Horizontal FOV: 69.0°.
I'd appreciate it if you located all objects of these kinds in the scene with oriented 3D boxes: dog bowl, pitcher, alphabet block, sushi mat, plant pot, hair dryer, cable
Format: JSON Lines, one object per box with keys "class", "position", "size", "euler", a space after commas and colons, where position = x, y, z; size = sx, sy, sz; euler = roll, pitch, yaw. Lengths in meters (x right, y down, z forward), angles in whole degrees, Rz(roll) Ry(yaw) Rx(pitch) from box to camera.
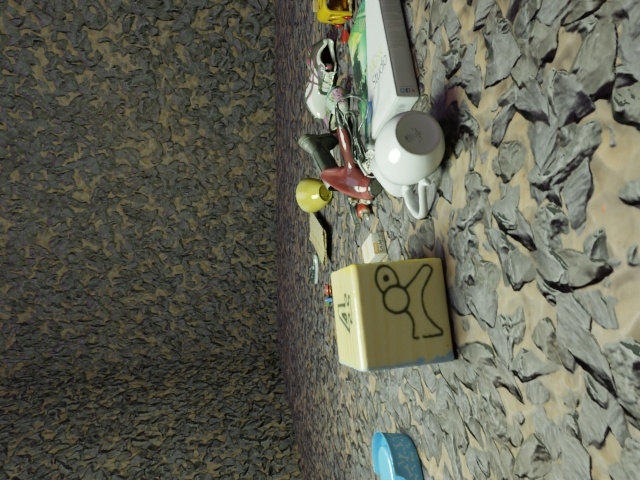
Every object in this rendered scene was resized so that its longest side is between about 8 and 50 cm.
{"class": "dog bowl", "position": [0.193, 0.601, 1.087], "size": [0.166, 0.073, 0.298], "euler": [111, 153, -63]}
{"class": "pitcher", "position": [0.175, -0.140, 0.894], "size": [0.178, 0.125, 0.207], "euler": [60, 171, 10]}
{"class": "alphabet block", "position": [0.136, 0.147, 0.944], "size": [0.193, 0.192, 0.198], "euler": [143, 123, -74]}
{"class": "sushi mat", "position": [-0.013, -0.018, 1.908], "size": [0.316, 0.019, 0.152], "euler": [-120, 27, -69]}
{"class": "plant pot", "position": [-0.010, -0.174, 1.746], "size": [0.095, 0.134, 0.135], "euler": [-2, 91, 50]}
{"class": "hair dryer", "position": [0.085, -0.208, 1.150], "size": [0.224, 0.080, 0.293], "euler": [59, 148, 7]}
{"class": "cable", "position": [0.110, -0.149, 1.370], "size": [0.287, 0.072, 0.140], "euler": [-90, -9, -60]}

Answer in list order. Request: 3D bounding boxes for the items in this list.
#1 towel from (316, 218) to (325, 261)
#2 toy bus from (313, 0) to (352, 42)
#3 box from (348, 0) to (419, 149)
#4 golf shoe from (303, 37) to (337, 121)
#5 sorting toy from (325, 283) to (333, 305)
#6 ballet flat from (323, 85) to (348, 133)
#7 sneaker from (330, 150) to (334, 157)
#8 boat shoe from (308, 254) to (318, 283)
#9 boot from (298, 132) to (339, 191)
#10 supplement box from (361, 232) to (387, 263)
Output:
{"class": "towel", "position": [0.000, 0.000, 1.966], "size": [0.113, 0.023, 0.152], "euler": [-108, 16, -56]}
{"class": "toy bus", "position": [0.031, -0.706, 1.397], "size": [0.202, 0.104, 0.191], "euler": [104, 159, -54]}
{"class": "box", "position": [0.137, -0.411, 1.091], "size": [0.232, 0.058, 0.323], "euler": [122, 143, -70]}
{"class": "golf shoe", "position": [0.005, -0.545, 1.584], "size": [0.120, 0.105, 0.273], "euler": [-173, 79, -71]}
{"class": "sorting toy", "position": [0.043, 0.212, 1.788], "size": [0.061, 0.042, 0.102], "euler": [-84, -12, -50]}
{"class": "ballet flat", "position": [0.053, -0.407, 1.488], "size": [0.221, 0.076, 0.079], "euler": [116, 131, -76]}
{"class": "sneaker", "position": [0.017, -0.288, 1.674], "size": [0.042, 0.066, 0.119], "euler": [114, 150, -66]}
{"class": "boat shoe", "position": [-0.033, 0.132, 2.101], "size": [0.049, 0.040, 0.142], "euler": [-123, 31, -67]}
{"class": "boot", "position": [0.037, -0.258, 1.532], "size": [0.209, 0.189, 0.076], "euler": [52, 131, 21]}
{"class": "supplement box", "position": [0.143, 0.025, 1.242], "size": [0.098, 0.036, 0.062], "euler": [115, 150, -67]}
